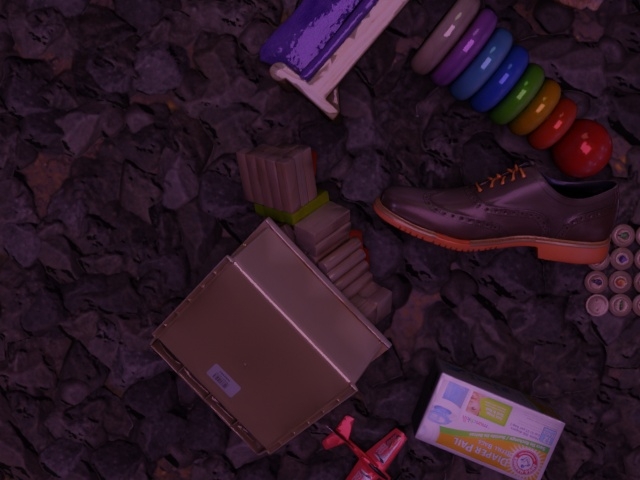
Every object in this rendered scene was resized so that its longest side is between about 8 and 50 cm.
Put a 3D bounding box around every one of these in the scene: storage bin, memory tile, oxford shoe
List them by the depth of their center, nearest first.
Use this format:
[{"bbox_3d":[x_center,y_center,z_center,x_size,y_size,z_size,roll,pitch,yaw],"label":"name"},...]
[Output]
[{"bbox_3d":[0.261,-0.060,1.178,0.363,0.130,0.133,6,116,-6],"label":"oxford shoe"},{"bbox_3d":[-0.085,0.156,1.190,0.262,0.123,0.260,46,126,-1],"label":"storage bin"},{"bbox_3d":[0.472,0.047,1.244,0.113,0.012,0.148,1,95,4],"label":"memory tile"}]

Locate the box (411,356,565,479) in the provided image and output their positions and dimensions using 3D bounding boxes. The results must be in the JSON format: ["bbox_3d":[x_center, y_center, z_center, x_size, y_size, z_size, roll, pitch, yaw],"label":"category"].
[{"bbox_3d":[0.256,0.280,1.231,0.203,0.103,0.114,21,96,2],"label":"box"}]

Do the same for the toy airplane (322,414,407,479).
[{"bbox_3d":[0.064,0.348,1.286,0.151,0.028,0.151,0,94,3],"label":"toy airplane"}]

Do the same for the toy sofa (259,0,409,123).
[{"bbox_3d":[0.067,-0.358,1.166,0.177,0.150,0.362,41,96,-1],"label":"toy sofa"}]

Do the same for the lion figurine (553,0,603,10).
[{"bbox_3d":[0.267,-0.497,1.044,0.392,0.142,0.240,38,115,12],"label":"lion figurine"}]

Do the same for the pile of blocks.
[{"bbox_3d":[0.000,0.000,1.237,0.112,0.149,0.362,-35,105,-37],"label":"pile of blocks"}]

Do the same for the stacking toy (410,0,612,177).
[{"bbox_3d":[0.300,-0.215,1.178,0.330,0.141,0.141,37,96,-4],"label":"stacking toy"}]
